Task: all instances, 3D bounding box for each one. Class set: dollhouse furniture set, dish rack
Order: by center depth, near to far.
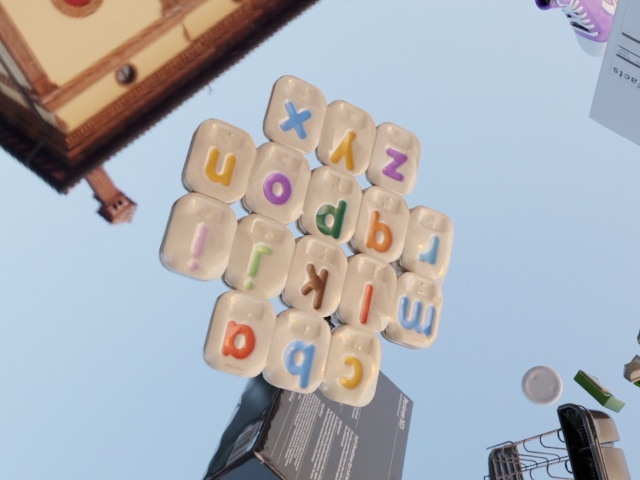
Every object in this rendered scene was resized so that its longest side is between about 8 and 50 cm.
[{"bbox_3d":[0.380,0.131,0.916,0.151,0.076,0.058,-58,-150,13],"label":"dollhouse furniture set"},{"bbox_3d":[0.289,0.337,0.967,0.074,0.271,0.208,6,-117,-25],"label":"dish rack"}]

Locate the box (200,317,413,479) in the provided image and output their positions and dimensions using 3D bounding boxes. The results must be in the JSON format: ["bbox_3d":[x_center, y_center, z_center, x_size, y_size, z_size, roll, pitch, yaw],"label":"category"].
[{"bbox_3d":[-0.003,0.224,0.839,0.103,0.184,0.261,-42,-169,27],"label":"box"}]

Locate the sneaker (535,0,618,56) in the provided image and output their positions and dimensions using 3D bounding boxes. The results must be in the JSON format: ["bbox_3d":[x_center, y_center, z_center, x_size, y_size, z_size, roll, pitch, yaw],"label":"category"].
[{"bbox_3d":[0.415,-0.398,1.259,0.161,0.282,0.102,-40,-134,-13],"label":"sneaker"}]

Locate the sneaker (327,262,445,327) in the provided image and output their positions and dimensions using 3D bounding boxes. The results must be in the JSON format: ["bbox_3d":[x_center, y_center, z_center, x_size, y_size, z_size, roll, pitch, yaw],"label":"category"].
[{"bbox_3d":[0.057,0.066,0.968,0.232,0.115,0.090,-40,-131,21],"label":"sneaker"}]

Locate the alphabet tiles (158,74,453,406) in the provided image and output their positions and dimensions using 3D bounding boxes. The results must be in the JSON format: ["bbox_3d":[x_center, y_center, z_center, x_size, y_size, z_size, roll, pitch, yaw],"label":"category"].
[{"bbox_3d":[0.000,0.000,0.697,0.021,0.284,0.278,-17,-123,58],"label":"alphabet tiles"}]

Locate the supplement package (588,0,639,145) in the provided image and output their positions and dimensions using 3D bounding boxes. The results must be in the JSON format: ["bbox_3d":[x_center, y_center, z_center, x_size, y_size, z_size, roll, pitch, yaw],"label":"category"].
[{"bbox_3d":[0.446,-0.244,0.844,0.177,0.293,0.175,-40,-121,-18],"label":"supplement package"}]

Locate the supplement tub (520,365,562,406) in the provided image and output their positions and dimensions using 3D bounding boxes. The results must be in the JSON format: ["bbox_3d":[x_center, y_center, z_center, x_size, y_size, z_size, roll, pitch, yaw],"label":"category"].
[{"bbox_3d":[0.391,0.258,1.345,0.071,0.107,0.071,-3,-100,14],"label":"supplement tub"}]
